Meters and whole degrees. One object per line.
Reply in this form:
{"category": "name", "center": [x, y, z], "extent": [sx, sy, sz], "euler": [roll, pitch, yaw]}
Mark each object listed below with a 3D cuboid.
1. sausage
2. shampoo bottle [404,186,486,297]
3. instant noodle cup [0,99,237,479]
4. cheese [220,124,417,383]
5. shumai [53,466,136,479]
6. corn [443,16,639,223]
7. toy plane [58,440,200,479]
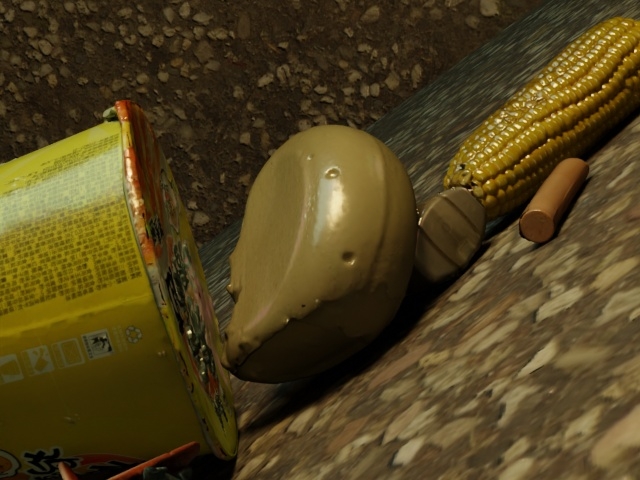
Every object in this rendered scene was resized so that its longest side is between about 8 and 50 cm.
{"category": "sausage", "center": [0.165, -0.031, 0.895], "extent": [0.026, 0.026, 0.116], "euler": [-33, 7, 34]}
{"category": "shampoo bottle", "center": [0.041, 0.022, 1.029], "extent": [0.086, 0.056, 0.227], "euler": [-53, 14, -29]}
{"category": "instant noodle cup", "center": [-0.185, 0.055, 0.892], "extent": [0.200, 0.264, 0.264], "euler": [-17, 7, 1]}
{"category": "cheese", "center": [0.000, 0.000, 0.940], "extent": [0.175, 0.091, 0.202], "euler": [-42, 33, 42]}
{"category": "shumai", "center": [-0.265, 0.100, 1.113], "extent": [0.346, 0.283, 0.217], "euler": [-28, 9, 40]}
{"category": "corn", "center": [0.187, -0.098, 1.020], "extent": [0.231, 0.080, 0.080], "euler": [-38, 6, -23]}
{"category": "toy plane", "center": [-0.164, 0.179, 0.677], "extent": [0.223, 0.104, 0.326], "euler": [-37, -9, -1]}
